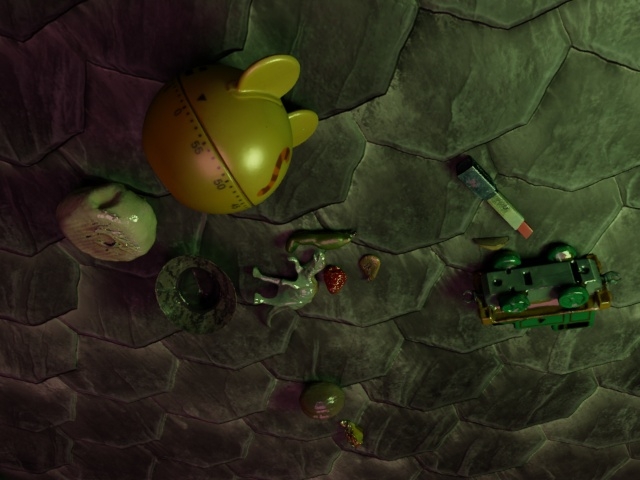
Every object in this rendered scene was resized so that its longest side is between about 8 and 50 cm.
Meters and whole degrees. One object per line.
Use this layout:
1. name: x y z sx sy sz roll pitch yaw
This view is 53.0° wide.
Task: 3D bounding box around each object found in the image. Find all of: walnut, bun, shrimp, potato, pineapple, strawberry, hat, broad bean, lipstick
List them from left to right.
1. bun: -0.574 -0.053 1.760 0.273 0.168 0.272 6 143 4
2. hat: -0.361 0.138 1.927 0.266 0.128 0.265 2 116 3
3. broad bean: 0.000 0.000 1.826 0.214 0.048 0.070 -8 129 12
4. walnut: 0.005 0.561 2.258 0.162 0.140 0.140 7 132 11
5. strawberry: 0.044 0.120 1.907 0.074 0.083 0.073 -1 138 -1
6. pineapple: 0.121 0.722 2.442 0.077 0.114 0.114 -37 107 -11
7. shrimp: 0.142 0.082 1.904 0.059 0.023 0.108 18 131 2
8. potato: 0.482 0.014 1.805 0.093 0.037 0.036 -3 135 7
9. lipstick: 0.472 -0.102 1.696 0.051 0.051 0.312 -36 120 28

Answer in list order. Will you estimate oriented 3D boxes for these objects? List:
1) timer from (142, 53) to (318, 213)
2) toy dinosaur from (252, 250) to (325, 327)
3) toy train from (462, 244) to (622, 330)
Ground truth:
1. timer: -0.196 -0.250 1.464 0.387 0.376 0.376 -31 125 1
2. toy dinosaur: -0.117 0.167 1.963 0.206 0.092 0.392 9 129 -9
3. toy train: 0.627 0.157 1.836 0.430 0.178 0.249 -9 140 13
